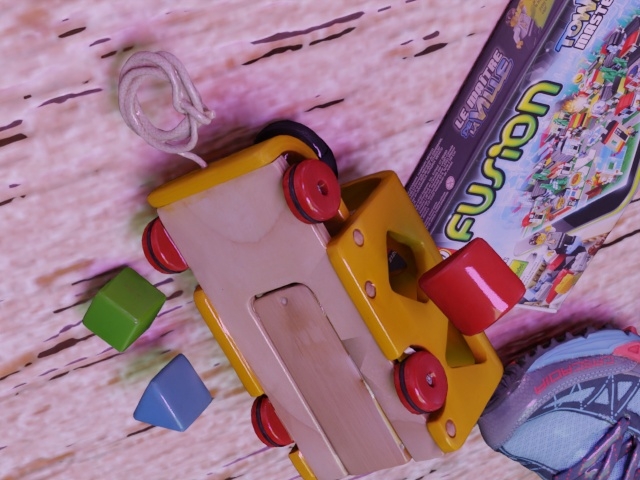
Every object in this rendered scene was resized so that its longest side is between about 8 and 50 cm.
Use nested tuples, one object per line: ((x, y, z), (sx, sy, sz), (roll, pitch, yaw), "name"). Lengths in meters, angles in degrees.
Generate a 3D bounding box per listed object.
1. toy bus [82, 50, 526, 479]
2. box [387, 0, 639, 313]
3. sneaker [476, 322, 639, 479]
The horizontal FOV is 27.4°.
((0.002, 0.012, 0.616), (0.104, 0.191, 0.202), (-48, 158, -51), "toy bus")
((0.122, -0.057, 0.666), (0.114, 0.036, 0.207), (9, 123, -32), "box")
((0.203, 0.137, 0.801), (0.262, 0.125, 0.104), (20, 126, -38), "sneaker")
